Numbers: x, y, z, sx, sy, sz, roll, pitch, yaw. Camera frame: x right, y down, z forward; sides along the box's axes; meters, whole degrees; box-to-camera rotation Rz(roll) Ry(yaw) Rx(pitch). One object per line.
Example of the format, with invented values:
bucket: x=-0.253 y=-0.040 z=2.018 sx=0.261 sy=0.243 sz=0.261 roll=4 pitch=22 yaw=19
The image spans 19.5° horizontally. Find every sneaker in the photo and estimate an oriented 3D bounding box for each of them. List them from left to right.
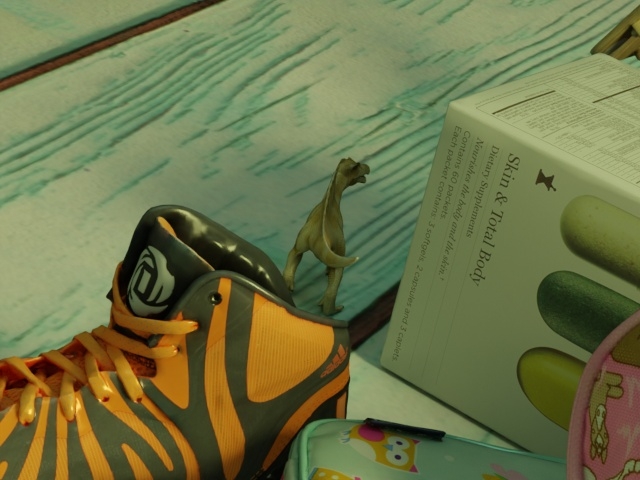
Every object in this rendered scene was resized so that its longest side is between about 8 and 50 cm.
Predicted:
sneaker: x=-0.132 y=0.067 z=0.984 sx=0.321 sy=0.180 sz=0.124 roll=-1 pitch=29 yaw=-28

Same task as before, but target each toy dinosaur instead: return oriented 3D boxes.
toy dinosaur: x=0.000 y=0.000 z=1.288 sx=0.053 sy=0.092 sz=0.183 roll=13 pitch=25 yaw=-1

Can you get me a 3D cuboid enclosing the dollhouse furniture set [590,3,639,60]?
dollhouse furniture set: x=0.293 y=-0.117 z=1.460 sx=0.144 sy=0.123 sz=0.151 roll=-20 pitch=73 yaw=-44

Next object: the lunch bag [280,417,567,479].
lunch bag: x=0.084 y=0.196 z=0.913 sx=0.224 sy=0.107 sz=0.279 roll=10 pitch=26 yaw=-7

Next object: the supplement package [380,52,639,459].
supplement package: x=0.216 y=0.031 z=1.210 sx=0.263 sy=0.199 sz=0.198 roll=29 pitch=30 yaw=28

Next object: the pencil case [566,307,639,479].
pencil case: x=0.288 y=0.130 z=0.958 sx=0.386 sy=0.160 sz=0.167 roll=20 pitch=43 yaw=-42
